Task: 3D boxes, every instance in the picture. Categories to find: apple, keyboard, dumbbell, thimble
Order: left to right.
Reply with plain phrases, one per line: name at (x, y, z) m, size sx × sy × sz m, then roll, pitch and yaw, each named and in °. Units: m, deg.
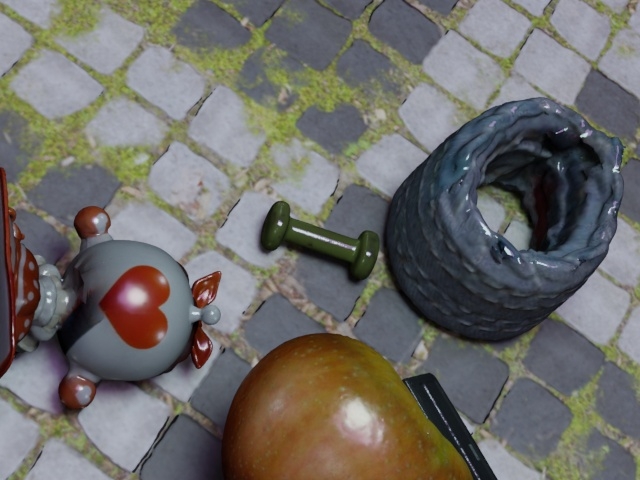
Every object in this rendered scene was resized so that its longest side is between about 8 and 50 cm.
dumbbell at (0.000, 0.000, 1.400) m, size 0.118 × 0.046 × 0.052 m, roll 18°, pitch 53°, yaw -12°
apple at (0.020, 0.197, 1.212) m, size 0.173 × 0.210 × 0.235 m, roll -41°, pitch 86°, yaw -7°
keyboard at (0.136, 0.197, 1.321) m, size 0.381 × 0.041 × 0.103 m, roll 66°, pitch 19°, yaw 11°
thimble at (0.192, -0.025, 1.415) m, size 0.236 × 0.172 × 0.205 m, roll -37°, pitch 84°, yaw -34°

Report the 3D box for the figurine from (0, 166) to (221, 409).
figurine at (-0.194, 0.056, 1.248) m, size 0.226 × 0.160 × 0.183 m, roll 6°, pitch 62°, yaw -29°
